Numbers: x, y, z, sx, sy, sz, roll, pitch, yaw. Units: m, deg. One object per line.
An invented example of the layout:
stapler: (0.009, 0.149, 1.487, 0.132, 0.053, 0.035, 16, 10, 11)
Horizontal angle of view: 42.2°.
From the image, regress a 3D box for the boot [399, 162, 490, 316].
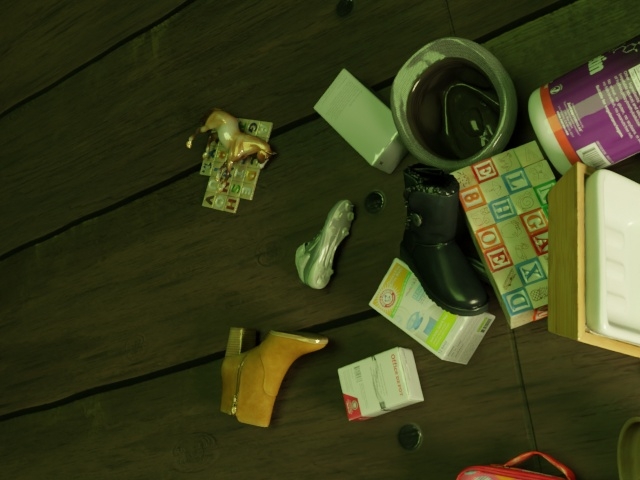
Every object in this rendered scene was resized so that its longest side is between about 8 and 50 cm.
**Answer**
boot: (0.221, -0.006, 1.492, 0.246, 0.094, 0.207, 51, 152, 46)

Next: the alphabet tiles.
alphabet tiles: (-0.223, -0.190, 2.067, 0.198, 0.009, 0.237, 13, 86, 38)

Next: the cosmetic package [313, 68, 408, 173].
cosmetic package: (0.100, -0.260, 1.799, 0.117, 0.085, 0.231, -51, 57, 16)

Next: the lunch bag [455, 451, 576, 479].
lunch bag: (0.364, 0.489, 1.396, 0.293, 0.120, 0.258, 0, 74, 37)

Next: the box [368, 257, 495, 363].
box: (0.212, 0.135, 1.600, 0.203, 0.103, 0.114, 36, 100, 37)

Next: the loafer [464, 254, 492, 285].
loafer: (0.302, 0.064, 1.581, 0.170, 0.062, 0.061, 13, 90, 39)

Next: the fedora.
fedora: (0.280, -0.253, 1.636, 0.244, 0.124, 0.275, -46, 63, 20)

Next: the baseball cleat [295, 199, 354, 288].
baseball cleat: (0.000, 0.000, 1.815, 0.109, 0.072, 0.206, 19, 86, 45)

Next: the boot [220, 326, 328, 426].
boot: (-0.104, 0.300, 1.806, 0.295, 0.104, 0.211, -3, 82, 41)

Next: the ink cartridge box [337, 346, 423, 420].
ink cartridge box: (0.120, 0.288, 1.655, 0.150, 0.063, 0.109, -25, 64, 29)

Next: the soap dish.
soap dish: (0.472, 0.043, 1.355, 0.118, 0.229, 0.291, -17, 63, 52)

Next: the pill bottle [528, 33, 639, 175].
pill bottle: (0.533, -0.244, 1.411, 0.323, 0.181, 0.181, -27, 64, 28)

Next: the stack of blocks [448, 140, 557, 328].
stack of blocks: (0.366, -0.012, 1.496, 0.171, 0.087, 0.297, -20, 66, 5)

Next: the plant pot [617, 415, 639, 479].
plant pot: (0.556, 0.376, 1.251, 0.109, 0.237, 0.237, -8, 68, -8)

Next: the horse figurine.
horse figurine: (-0.236, -0.243, 2.044, 0.174, 0.066, 0.263, -49, 57, 23)
